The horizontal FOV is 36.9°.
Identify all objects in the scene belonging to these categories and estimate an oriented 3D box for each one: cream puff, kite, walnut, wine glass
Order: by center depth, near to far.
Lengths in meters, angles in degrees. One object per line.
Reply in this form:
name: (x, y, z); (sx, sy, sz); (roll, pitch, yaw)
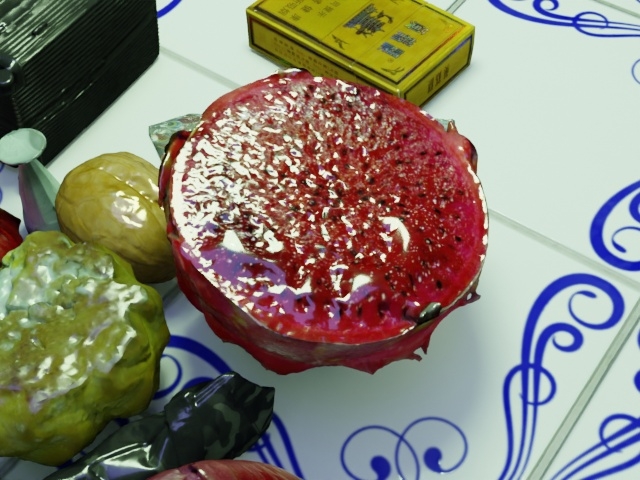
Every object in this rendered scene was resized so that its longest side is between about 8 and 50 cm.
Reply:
cream puff: (-0.300, 0.129, 1.083); (0.281, 0.185, 0.282); (-2, 54, 2)
walnut: (-0.244, -0.026, 1.225); (0.206, 0.159, 0.159); (33, 60, 20)
wine glass: (-0.374, -0.071, 1.263); (0.073, 0.155, 0.073); (-4, 51, 4)
kite: (-0.184, -0.102, 1.371); (0.127, 0.016, 0.229); (-7, 49, 0)

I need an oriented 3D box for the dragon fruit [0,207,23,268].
dragon fruit: (-0.561, 0.006, 1.216); (0.330, 0.302, 0.240); (35, 92, 43)

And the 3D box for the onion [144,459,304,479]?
onion: (-0.059, 0.355, 0.790); (0.285, 0.347, 0.348); (-17, 35, 47)

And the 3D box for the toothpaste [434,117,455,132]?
toothpaste: (0.096, -0.148, 1.379); (0.196, 0.040, 0.047); (2, 48, 3)

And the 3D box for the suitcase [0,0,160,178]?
suitcase: (-0.377, -0.271, 1.374); (0.152, 0.230, 0.335); (29, 57, 13)

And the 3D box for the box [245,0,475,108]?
box: (0.059, -0.313, 1.481); (0.301, 0.084, 0.193); (33, 60, 25)

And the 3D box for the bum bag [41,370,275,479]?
bum bag: (-0.190, 0.242, 1.016); (0.340, 0.144, 0.095); (-28, 59, -19)

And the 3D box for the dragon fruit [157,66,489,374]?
dragon fruit: (0.000, 0.000, 1.126); (0.386, 0.249, 0.371); (-22, 66, -25)
